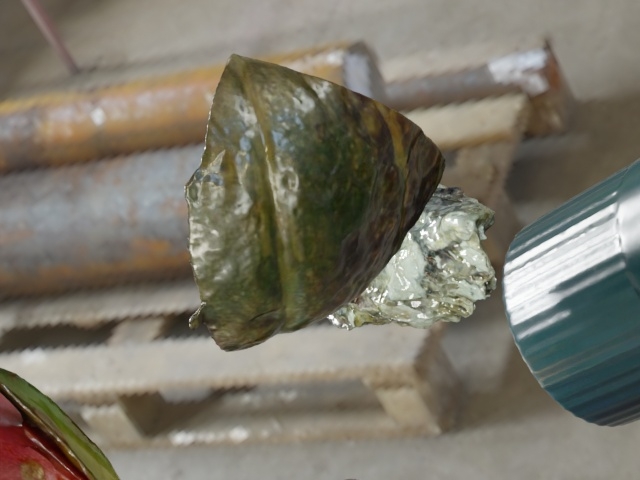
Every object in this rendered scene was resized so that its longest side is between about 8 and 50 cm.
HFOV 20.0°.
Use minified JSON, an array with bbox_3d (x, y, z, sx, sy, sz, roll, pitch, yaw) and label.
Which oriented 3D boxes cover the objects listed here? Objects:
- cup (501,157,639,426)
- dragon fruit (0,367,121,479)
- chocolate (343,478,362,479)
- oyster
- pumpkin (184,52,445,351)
[{"bbox_3d":[0.350,0.005,1.752,0.292,0.242,0.308,-32,43,41],"label":"cup"},{"bbox_3d":[-0.177,0.141,0.711,0.224,0.227,0.224,-25,36,20],"label":"dragon fruit"},{"bbox_3d":[0.036,0.309,1.437,0.221,0.221,0.147,-42,30,-17],"label":"chocolate"},{"bbox_3d":[0.069,0.019,1.600,0.199,0.087,0.252,-61,29,16],"label":"oyster"},{"bbox_3d":[0.004,0.001,1.121,0.111,0.278,0.163,10,81,14],"label":"pumpkin"}]
